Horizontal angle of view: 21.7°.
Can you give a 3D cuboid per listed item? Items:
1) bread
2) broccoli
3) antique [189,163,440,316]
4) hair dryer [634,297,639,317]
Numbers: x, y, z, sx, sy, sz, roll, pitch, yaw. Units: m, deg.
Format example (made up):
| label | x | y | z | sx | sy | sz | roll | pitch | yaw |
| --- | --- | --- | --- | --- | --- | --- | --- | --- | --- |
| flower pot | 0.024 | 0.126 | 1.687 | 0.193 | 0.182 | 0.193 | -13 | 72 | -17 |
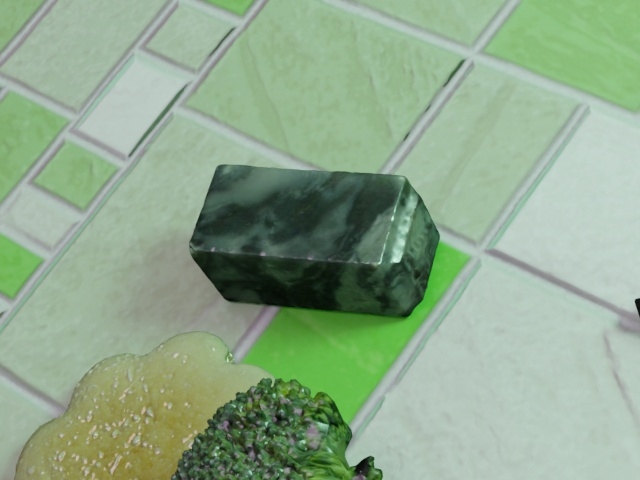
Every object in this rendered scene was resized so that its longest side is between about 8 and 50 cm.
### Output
| label | x | y | z | sx | sy | sz | roll | pitch | yaw |
| --- | --- | --- | --- | --- | --- | --- | --- | --- | --- |
| bread | -0.155 | 0.173 | 1.320 | 0.182 | 0.039 | 0.251 | 33 | 75 | 34 |
| broccoli | -0.021 | 0.225 | 1.155 | 0.226 | 0.198 | 0.176 | 40 | 41 | 8 |
| antique | 0.000 | 0.000 | 1.340 | 0.183 | 0.088 | 0.086 | 5 | 61 | 23 |
| hair dryer | 0.357 | -0.070 | 1.204 | 0.284 | 0.155 | 0.320 | -7 | 59 | 14 |
